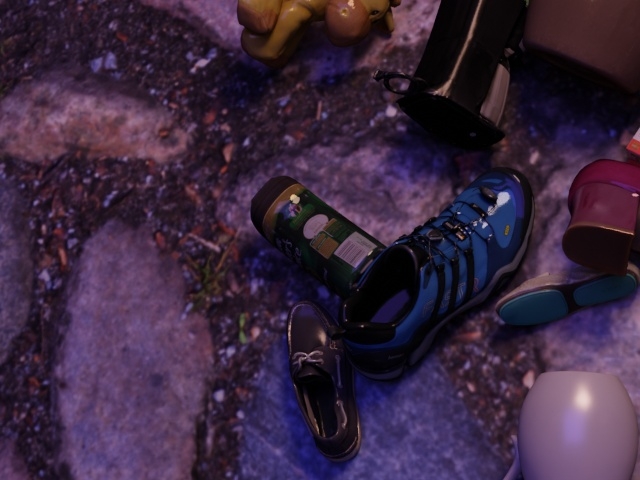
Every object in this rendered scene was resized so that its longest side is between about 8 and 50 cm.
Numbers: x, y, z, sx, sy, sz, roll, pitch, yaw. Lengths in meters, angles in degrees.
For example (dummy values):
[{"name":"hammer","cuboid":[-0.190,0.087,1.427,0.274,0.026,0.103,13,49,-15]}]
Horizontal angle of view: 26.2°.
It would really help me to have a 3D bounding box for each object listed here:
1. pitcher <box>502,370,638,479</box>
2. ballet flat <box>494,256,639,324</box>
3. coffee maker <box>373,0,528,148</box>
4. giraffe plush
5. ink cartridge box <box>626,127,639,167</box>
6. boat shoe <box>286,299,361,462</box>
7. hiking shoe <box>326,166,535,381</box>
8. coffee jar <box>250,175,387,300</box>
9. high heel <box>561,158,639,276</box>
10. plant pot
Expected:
[{"name":"pitcher","cuboid":[0.247,0.246,1.458,0.178,0.125,0.207,-3,77,34]},{"name":"ballet flat","cuboid":[0.280,0.055,1.569,0.168,0.057,0.052,-14,36,8]},{"name":"coffee maker","cuboid":[0.173,-0.226,1.654,0.120,0.171,0.178,5,66,38]},{"name":"giraffe plush","cuboid":[0.011,-0.309,1.754,0.170,0.181,0.210,20,92,13]},{"name":"ink cartridge box","cuboid":[0.394,-0.104,1.606,0.063,0.029,0.115,31,79,27]},{"name":"boat shoe","cuboid":[0.000,0.153,1.602,0.075,0.065,0.206,-19,62,9]},{"name":"hiking shoe","cuboid":[0.138,0.028,1.572,0.113,0.132,0.304,34,79,28]},{"name":"coffee jar","cuboid":[0.000,0.000,1.653,0.184,0.096,0.079,37,80,29]},{"name":"high heel","cuboid":[0.458,-0.004,1.510,0.377,0.127,0.181,20,38,8]},{"name":"plant pot","cuboid":[0.350,-0.302,1.604,0.263,0.263,0.229,26,94,26]}]
